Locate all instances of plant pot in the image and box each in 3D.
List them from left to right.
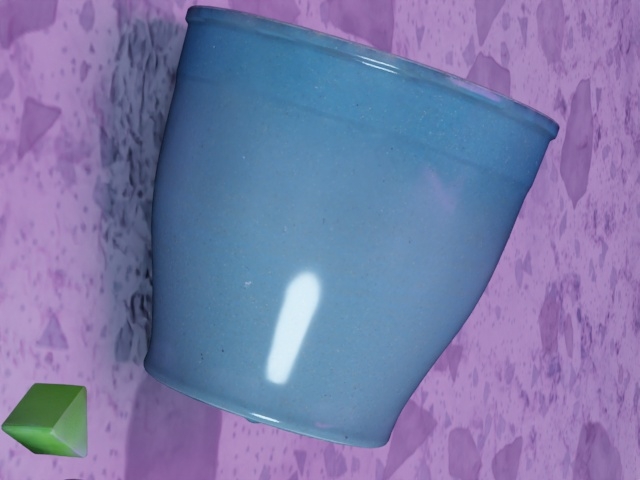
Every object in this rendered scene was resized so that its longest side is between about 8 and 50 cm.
[{"bbox_3d":[0.000,0.000,1.147,0.272,0.272,0.255,15,93,-63],"label":"plant pot"}]

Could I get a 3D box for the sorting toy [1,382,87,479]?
[{"bbox_3d":[-0.152,0.228,0.806,0.196,0.047,0.347,-13,103,-65],"label":"sorting toy"}]
